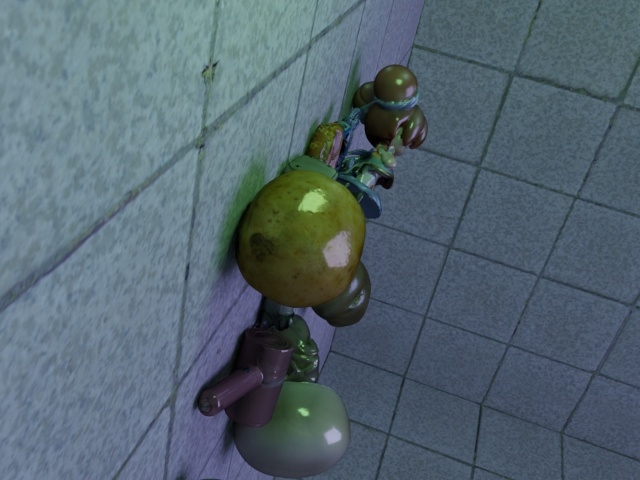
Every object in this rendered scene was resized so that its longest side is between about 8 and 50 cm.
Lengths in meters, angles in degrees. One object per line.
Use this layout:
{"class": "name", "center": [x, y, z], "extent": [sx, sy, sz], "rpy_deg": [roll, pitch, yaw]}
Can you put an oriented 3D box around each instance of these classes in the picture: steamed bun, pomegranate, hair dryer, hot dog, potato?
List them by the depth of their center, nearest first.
{"class": "pomegranate", "center": [-0.036, -0.003, 1.281], "extent": [0.260, 0.260, 0.261], "rpy_deg": [18, 90, -82]}
{"class": "hair dryer", "center": [-0.189, 0.338, 1.539], "extent": [0.352, 0.125, 0.211], "rpy_deg": [-13, 123, -69]}
{"class": "hot dog", "center": [-0.010, -0.160, 1.686], "extent": [0.115, 0.072, 0.269], "rpy_deg": [-52, 161, -69]}
{"class": "steamed bun", "center": [-0.077, 0.533, 1.883], "extent": [0.324, 0.324, 0.206], "rpy_deg": [98, -8, -52]}
{"class": "steamed bun", "center": [-0.099, 0.337, 1.952], "extent": [0.211, 0.144, 0.218], "rpy_deg": [55, -37, 44]}
{"class": "potato", "center": [0.071, 0.178, 2.483], "extent": [0.326, 0.220, 0.243], "rpy_deg": [53, 46, -66]}

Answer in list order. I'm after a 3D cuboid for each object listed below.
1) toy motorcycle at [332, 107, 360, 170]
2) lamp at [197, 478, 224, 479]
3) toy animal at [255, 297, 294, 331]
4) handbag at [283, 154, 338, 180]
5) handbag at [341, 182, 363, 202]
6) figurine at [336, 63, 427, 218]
{"class": "toy motorcycle", "center": [0.033, -0.229, 1.788], "extent": [0.255, 0.092, 0.135], "rpy_deg": [-64, 165, 16]}
{"class": "lamp", "center": [-0.242, 0.651, 1.439], "extent": [0.374, 0.204, 0.272], "rpy_deg": [-91, -162, -59]}
{"class": "toy animal", "center": [-0.093, 0.136, 1.715], "extent": [0.121, 0.093, 0.225], "rpy_deg": [-59, 164, -65]}
{"class": "handbag", "center": [-0.082, -0.036, 1.563], "extent": [0.315, 0.109, 0.241], "rpy_deg": [-60, 175, 19]}
{"class": "handbag", "center": [-0.002, -0.001, 1.532], "extent": [0.260, 0.079, 0.247], "rpy_deg": [-56, 178, -10]}
{"class": "figurine", "center": [0.159, -0.286, 1.987], "extent": [0.388, 0.248, 0.276], "rpy_deg": [-56, -164, -16]}
